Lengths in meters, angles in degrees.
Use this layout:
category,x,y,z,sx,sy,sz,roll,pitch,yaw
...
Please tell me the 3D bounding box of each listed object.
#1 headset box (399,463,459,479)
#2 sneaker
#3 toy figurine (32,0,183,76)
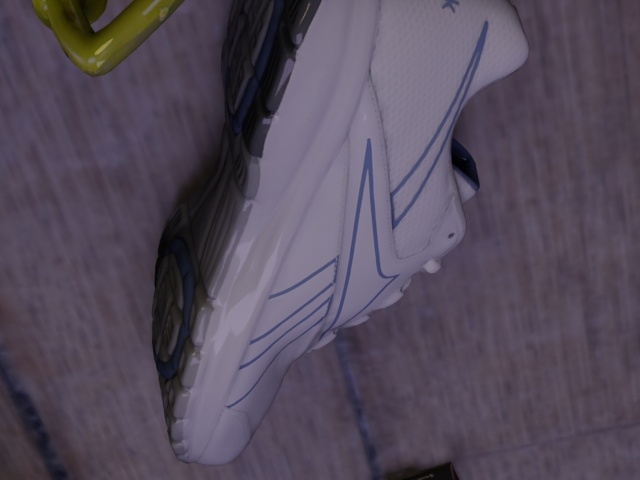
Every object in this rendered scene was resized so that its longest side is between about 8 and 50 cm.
category,x,y,z,sx,sy,sz,roll,pitch,yaw
headset box,0.060,0.171,0.872,0.062,0.032,0.083,-20,128,10
sneaker,0.000,0.000,0.679,0.129,0.111,0.297,8,130,-20
toy figurine,0.037,-0.169,0.463,0.362,0.191,0.217,-56,146,-4
